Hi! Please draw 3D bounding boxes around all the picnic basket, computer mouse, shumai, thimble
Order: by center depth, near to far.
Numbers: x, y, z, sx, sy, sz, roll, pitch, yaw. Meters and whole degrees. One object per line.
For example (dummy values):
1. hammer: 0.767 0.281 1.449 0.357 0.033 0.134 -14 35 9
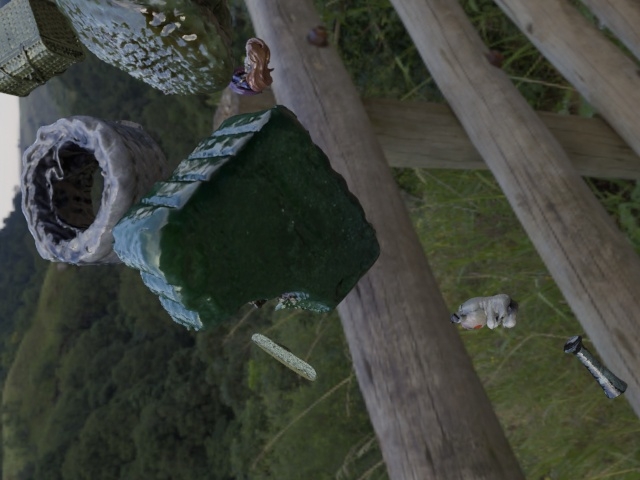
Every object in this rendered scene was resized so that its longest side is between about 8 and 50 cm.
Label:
1. thimble: -0.371 -0.079 1.047 0.157 0.217 0.245 3 -90 -68
2. shumai: -0.315 -0.511 1.316 0.397 0.324 0.323 17 78 26
3. picnic basket: -0.659 -0.431 1.432 0.196 0.134 0.154 -22 81 21
4. computer mouse: -0.622 -0.358 2.066 0.066 0.096 0.039 -93 21 -52

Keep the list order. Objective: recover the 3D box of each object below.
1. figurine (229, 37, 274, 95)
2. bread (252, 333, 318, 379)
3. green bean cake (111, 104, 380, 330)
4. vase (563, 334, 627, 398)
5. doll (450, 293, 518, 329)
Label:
1. figurine: -0.174 -0.469 1.725 0.157 0.114 0.126 -50 7 33
2. bread: -0.079 0.297 1.595 0.193 0.036 0.112 30 164 20
3. green bean cake: -0.100 0.003 0.924 0.169 0.308 0.300 6 138 51
4. vase: 0.674 0.310 1.556 0.167 0.059 0.059 47 151 -1
5. doll: 0.488 0.213 1.874 0.149 0.192 0.095 -30 -72 -67
